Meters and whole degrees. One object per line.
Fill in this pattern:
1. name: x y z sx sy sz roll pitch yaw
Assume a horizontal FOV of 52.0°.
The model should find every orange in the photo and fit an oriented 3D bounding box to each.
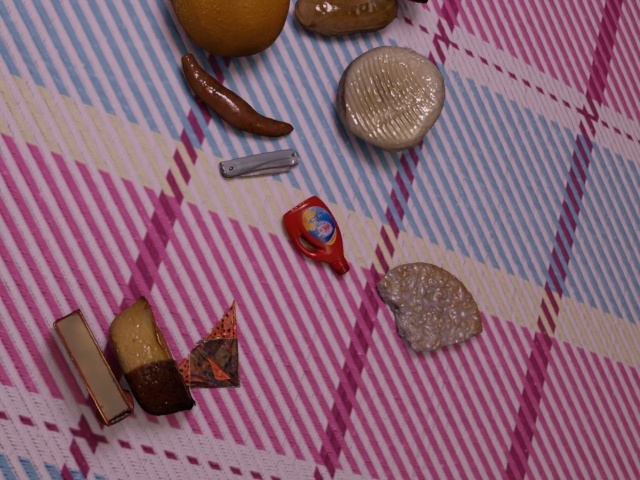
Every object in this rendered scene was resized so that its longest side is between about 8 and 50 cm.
1. orange: -0.163 -0.449 1.187 0.236 0.236 0.236 2 83 -22

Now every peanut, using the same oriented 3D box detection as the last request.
1. peanut: 0.053 -0.474 1.342 0.226 0.095 0.108 -14 74 -19

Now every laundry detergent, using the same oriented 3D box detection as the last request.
1. laundry detergent: 0.000 0.000 1.292 0.097 0.049 0.165 -34 98 -15

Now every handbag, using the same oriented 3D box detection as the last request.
1. handbag: -0.372 0.206 1.077 0.063 0.127 0.190 -27 94 -21

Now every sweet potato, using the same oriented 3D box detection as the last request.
1. sweet potato: -0.164 -0.255 1.250 0.255 0.058 0.078 31 53 -20

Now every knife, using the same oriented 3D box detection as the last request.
1. knife: -0.116 -0.147 1.274 0.162 0.023 0.044 -14 93 -23

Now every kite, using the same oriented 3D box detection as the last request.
1. kite: -0.191 0.230 1.213 0.125 0.008 0.222 47 70 -14

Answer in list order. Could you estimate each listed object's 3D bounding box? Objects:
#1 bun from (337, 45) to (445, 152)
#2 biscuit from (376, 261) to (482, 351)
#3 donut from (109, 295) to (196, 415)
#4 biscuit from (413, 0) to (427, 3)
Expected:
1. bun: 0.142 -0.286 1.334 0.220 0.134 0.220 -1 82 6
2. biscuit: 0.228 0.146 1.373 0.265 0.040 0.188 31 74 -15
3. donut: -0.292 0.203 1.109 0.085 0.141 0.217 -24 85 -13
4. biscuit: 0.137 -0.546 1.341 0.208 0.181 0.049 21 105 -15
